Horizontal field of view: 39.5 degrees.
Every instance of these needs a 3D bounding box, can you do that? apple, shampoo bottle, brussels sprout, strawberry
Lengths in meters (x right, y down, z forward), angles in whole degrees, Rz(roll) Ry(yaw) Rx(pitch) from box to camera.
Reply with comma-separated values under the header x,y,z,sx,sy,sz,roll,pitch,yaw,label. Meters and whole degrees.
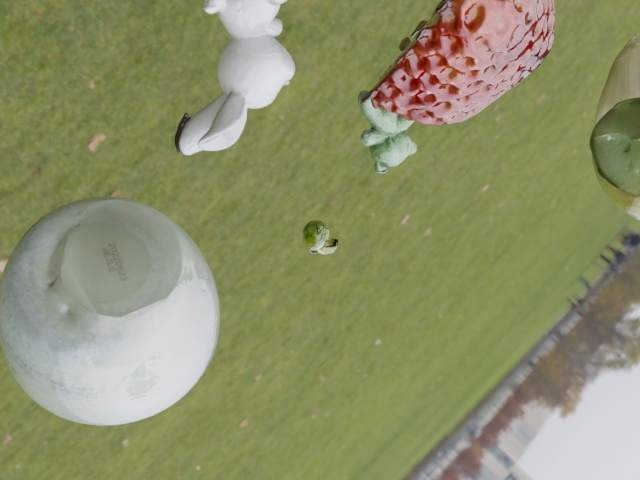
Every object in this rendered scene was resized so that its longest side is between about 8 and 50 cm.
x,y,z,sx,sy,sz,roll,pitch,yaw,label
0.516,-0.119,1.354,0.174,0.207,0.188,99,-8,-66,apple
-0.310,0.103,1.310,0.322,0.322,0.317,-41,162,-21,shampoo bottle
0.000,0.001,1.468,0.051,0.046,0.083,-36,143,4,brussels sprout
0.191,-0.239,1.010,0.253,0.150,0.280,-54,-175,-24,strawberry

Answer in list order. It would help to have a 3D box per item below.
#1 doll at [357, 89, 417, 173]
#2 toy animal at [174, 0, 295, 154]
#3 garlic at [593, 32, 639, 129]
x,y,z,sx,sy,sz,roll,pitch,yaw,label
0.110,-0.198,1.529,0.115,0.077,0.150,-29,122,-21,doll
-0.089,-0.180,0.935,0.127,0.131,0.181,-4,105,-26,toy animal
0.659,-0.254,1.665,0.249,0.286,0.313,-70,158,-53,garlic
